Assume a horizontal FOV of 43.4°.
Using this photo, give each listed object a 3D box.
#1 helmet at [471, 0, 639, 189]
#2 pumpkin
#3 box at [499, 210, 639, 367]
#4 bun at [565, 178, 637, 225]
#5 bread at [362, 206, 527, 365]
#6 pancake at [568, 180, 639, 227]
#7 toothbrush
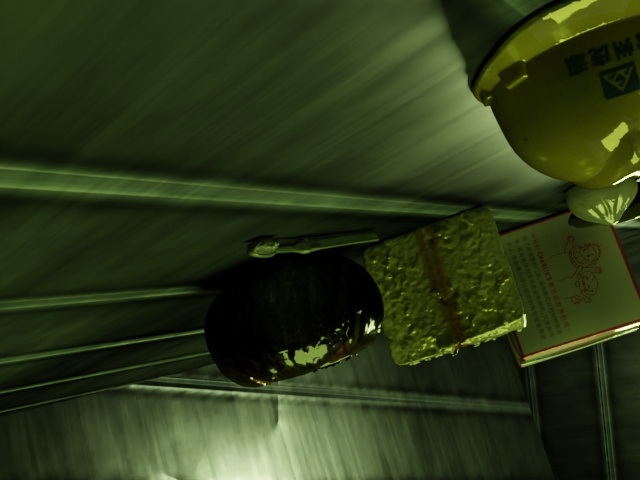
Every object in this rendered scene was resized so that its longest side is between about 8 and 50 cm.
[{"bbox_3d":[0.256,-0.120,0.730,0.205,0.140,0.257,-19,172,6],"label":"helmet"},{"bbox_3d":[-0.044,0.134,1.373,0.321,0.192,0.320,-19,170,-3],"label":"pumpkin"},{"bbox_3d":[0.577,0.110,1.949,0.312,0.314,0.300,-20,167,10],"label":"box"},{"bbox_3d":[0.547,-0.075,1.547,0.138,0.094,0.138,-18,166,-5],"label":"bun"},{"bbox_3d":[0.234,0.097,1.510,0.264,0.236,0.198,-20,169,13],"label":"bread"},{"bbox_3d":[0.621,-0.080,1.669,0.242,0.050,0.242,-22,-175,2],"label":"pancake"},{"bbox_3d":[-0.003,0.003,1.222,0.294,0.026,0.028,-4,147,-51],"label":"toothbrush"}]
